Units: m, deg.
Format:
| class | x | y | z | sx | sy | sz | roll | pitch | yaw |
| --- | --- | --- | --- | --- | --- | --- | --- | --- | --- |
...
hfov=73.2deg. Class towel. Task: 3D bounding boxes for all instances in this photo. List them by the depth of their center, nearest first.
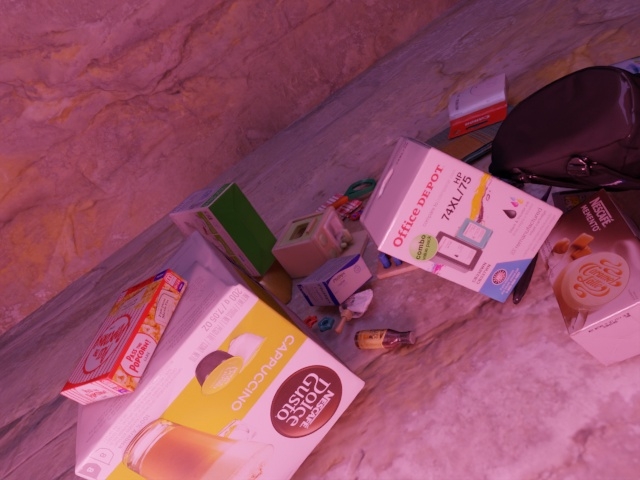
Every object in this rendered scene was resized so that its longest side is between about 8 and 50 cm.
| class | x | y | z | sx | sy | sz | roll | pitch | yaw |
| --- | --- | --- | --- | --- | --- | --- | --- | --- | --- |
| towel | 0.450 | -0.313 | 1.369 | 0.370 | 0.040 | 0.271 | -31 | 26 | 10 |
| towel | 0.033 | -0.085 | 1.473 | 0.197 | 0.029 | 0.144 | -41 | 31 | -12 |

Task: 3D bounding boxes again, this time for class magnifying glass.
| class | x | y | z | sx | sy | sz | roll | pitch | yaw |
| --- | --- | --- | --- | --- | --- | --- | --- | --- | --- |
| magnifying glass | 0.101 | -0.151 | 1.453 | 0.231 | 0.026 | 0.092 | -35 | 31 | -33 |

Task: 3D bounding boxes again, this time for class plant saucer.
| class | x | y | z | sx | sy | sz | roll | pitch | yaw |
| --- | --- | --- | --- | --- | --- | --- | --- | --- | --- |
| plant saucer | -0.249 | 0.135 | 1.371 | 0.333 | 0.081 | 0.332 | -27 | 29 | 13 |

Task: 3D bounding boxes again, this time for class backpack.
| class | x | y | z | sx | sy | sz | roll | pitch | yaw |
| --- | --- | --- | --- | --- | --- | --- | --- | --- | --- |
| backpack | 0.538 | -0.191 | 0.760 | 0.290 | 0.356 | 0.273 | 171 | 113 | -72 |

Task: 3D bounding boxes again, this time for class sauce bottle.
| class | x | y | z | sx | sy | sz | roll | pitch | yaw |
| --- | --- | --- | --- | --- | --- | --- | --- | --- | --- |
| sauce bottle | 0.132 | 0.202 | 0.887 | 0.128 | 0.042 | 0.042 | -14 | 34 | 34 |

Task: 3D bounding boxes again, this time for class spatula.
| class | x | y | z | sx | sy | sz | roll | pitch | yaw |
| --- | --- | --- | --- | --- | --- | --- | --- | --- | --- |
| spatula | 0.425 | 0.005 | 0.866 | 0.030 | 0.084 | 0.296 | 16 | 56 | 20 |

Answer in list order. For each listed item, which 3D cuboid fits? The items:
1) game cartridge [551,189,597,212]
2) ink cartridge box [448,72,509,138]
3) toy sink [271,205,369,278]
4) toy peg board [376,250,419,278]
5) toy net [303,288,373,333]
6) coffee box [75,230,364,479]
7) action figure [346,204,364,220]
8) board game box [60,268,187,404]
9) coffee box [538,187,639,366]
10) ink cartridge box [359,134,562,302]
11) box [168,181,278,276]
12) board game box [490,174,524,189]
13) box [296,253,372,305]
| class | x | y | z | sx | sy | sz | roll | pitch | yaw |
| --- | --- | --- | --- | --- | --- | --- | --- | --- | --- |
| game cartridge | 0.527 | -0.080 | 0.888 | 0.083 | 0.056 | 0.017 | -5 | 47 | 40 |
| ink cartridge box | 0.508 | -0.439 | 1.401 | 0.189 | 0.066 | 0.232 | -15 | 30 | 36 |
| toy sink | 0.000 | 0.000 | 1.256 | 0.234 | 0.131 | 0.152 | -13 | 35 | 35 |
| toy peg board | 0.208 | -0.002 | 1.088 | 0.161 | 0.079 | 0.160 | -20 | 30 | 27 |
| toy net | 0.031 | 0.195 | 1.011 | 0.232 | 0.045 | 0.122 | -37 | 25 | -9 |
| coffee box | -0.193 | 0.243 | 0.812 | 0.337 | 0.334 | 0.338 | -49 | 30 | -7 |
| action figure | 0.131 | -0.087 | 1.367 | 0.115 | 0.030 | 0.038 | -16 | 38 | 35 |
| board game box | -0.304 | 0.149 | 0.678 | 0.147 | 0.045 | 0.193 | -24 | 36 | 33 |
| coffee box | 0.448 | 0.049 | 0.678 | 0.141 | 0.098 | 0.246 | -42 | 19 | 35 |
| ink cartridge box | 0.247 | -0.048 | 0.823 | 0.197 | 0.270 | 0.198 | -103 | 37 | -70 |
| box | -0.284 | -0.022 | 1.290 | 0.231 | 0.262 | 0.126 | -4 | 39 | 46 |
| board game box | 0.375 | -0.104 | 1.019 | 0.194 | 0.060 | 0.194 | -31 | -6 | 25 |
| box | 0.034 | 0.100 | 1.071 | 0.126 | 0.072 | 0.137 | -37 | 12 | -31 |
